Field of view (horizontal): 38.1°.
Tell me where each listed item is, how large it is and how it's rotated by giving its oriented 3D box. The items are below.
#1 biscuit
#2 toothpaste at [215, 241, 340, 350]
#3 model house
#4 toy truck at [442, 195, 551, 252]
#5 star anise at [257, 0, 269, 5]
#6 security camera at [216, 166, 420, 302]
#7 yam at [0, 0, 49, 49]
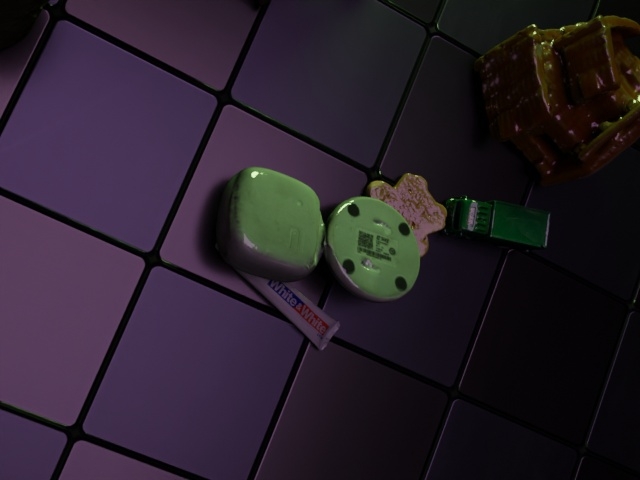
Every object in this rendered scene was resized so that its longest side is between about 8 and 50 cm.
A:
[{"bbox_3d":[0.102,-0.018,1.370,0.133,0.027,0.184,44,76,-9],"label":"biscuit"},{"bbox_3d":[-0.061,0.070,1.307,0.218,0.033,0.052,43,65,-16],"label":"toothpaste"},{"bbox_3d":[0.372,-0.233,1.402,0.229,0.199,0.219,39,63,-18],"label":"model house"},{"bbox_3d":[0.263,-0.025,1.404,0.147,0.079,0.065,11,83,-17],"label":"toy truck"},{"bbox_3d":[-0.040,-0.473,1.247,0.332,0.117,0.331,-7,118,-14],"label":"star anise"},{"bbox_3d":[0.000,0.000,1.290,0.301,0.080,0.157,17,61,-22],"label":"security camera"},{"bbox_3d":[-0.385,-0.337,1.080,0.168,0.304,0.168,5,80,-28],"label":"yam"}]
